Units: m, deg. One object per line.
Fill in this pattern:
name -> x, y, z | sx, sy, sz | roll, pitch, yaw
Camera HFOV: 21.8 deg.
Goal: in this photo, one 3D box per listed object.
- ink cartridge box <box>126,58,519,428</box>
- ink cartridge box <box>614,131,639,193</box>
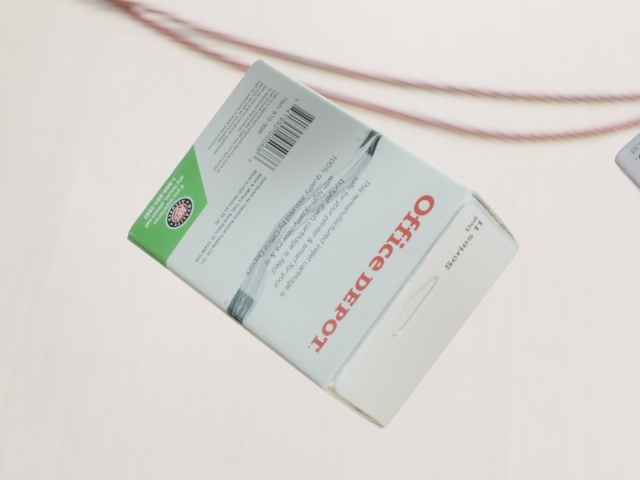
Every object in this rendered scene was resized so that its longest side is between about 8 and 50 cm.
ink cartridge box -> 0.000, 0.000, 1.064 | 0.208, 0.087, 0.153 | 36, 87, 38
ink cartridge box -> 0.401, 0.003, 0.993 | 0.270, 0.151, 0.395 | -44, 45, 10
